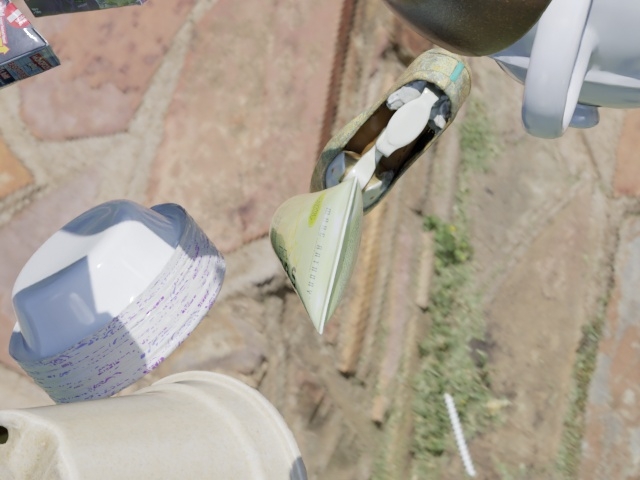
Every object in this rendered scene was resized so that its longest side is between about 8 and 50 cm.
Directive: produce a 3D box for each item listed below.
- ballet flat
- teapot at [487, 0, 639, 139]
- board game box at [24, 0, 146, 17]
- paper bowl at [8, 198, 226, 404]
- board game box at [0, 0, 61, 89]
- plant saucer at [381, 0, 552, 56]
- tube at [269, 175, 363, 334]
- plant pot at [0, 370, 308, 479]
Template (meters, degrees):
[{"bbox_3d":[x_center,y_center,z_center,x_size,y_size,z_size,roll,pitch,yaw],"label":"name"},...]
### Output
[{"bbox_3d":[0.085,-0.131,1.811,0.348,0.123,0.123,-47,48,31],"label":"ballet flat"},{"bbox_3d":[0.173,-0.160,0.781,0.252,0.256,0.187,36,122,56],"label":"teapot"},{"bbox_3d":[-0.127,-0.342,1.272,0.208,0.056,0.347,10,47,46],"label":"board game box"},{"bbox_3d":[-0.271,0.060,1.586,0.284,0.148,0.284,-30,26,16],"label":"paper bowl"},{"bbox_3d":[-0.310,-0.178,0.992,0.194,0.060,0.194,-9,83,-3],"label":"board game box"},{"bbox_3d":[0.045,-0.176,0.543,0.036,0.199,0.199,-11,50,-22],"label":"plant saucer"},{"bbox_3d":[0.000,0.000,0.829,0.062,0.240,0.070,-29,96,-2],"label":"tube"},{"bbox_3d":[-0.231,0.295,1.341,0.333,0.305,0.334,-7,77,34],"label":"plant pot"}]
